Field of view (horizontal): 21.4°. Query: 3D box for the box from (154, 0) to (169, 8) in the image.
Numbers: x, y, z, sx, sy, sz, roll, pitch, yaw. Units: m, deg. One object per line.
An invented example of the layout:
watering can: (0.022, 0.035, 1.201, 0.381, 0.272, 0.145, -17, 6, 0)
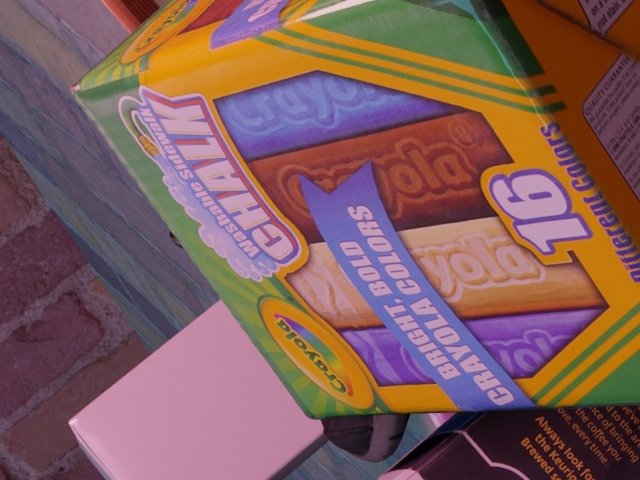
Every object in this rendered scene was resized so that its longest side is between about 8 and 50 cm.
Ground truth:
box: (-0.126, -0.184, 1.485, 0.164, 0.021, 0.201, 39, 164, 45)

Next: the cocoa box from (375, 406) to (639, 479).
cocoa box: (0.193, 0.253, 1.107, 0.347, 0.228, 0.231, 50, 168, 5)

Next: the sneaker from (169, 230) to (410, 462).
sneaker: (-0.008, -0.006, 0.980, 0.125, 0.140, 0.341, -76, -17, -47)

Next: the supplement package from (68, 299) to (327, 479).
supplement package: (-0.089, 0.172, 1.744, 0.175, 0.293, 0.177, 49, 167, 8)

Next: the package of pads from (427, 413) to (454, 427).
package of pads: (0.107, 0.103, 1.329, 0.050, 0.083, 0.032, 51, 163, -16)

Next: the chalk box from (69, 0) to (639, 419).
chalk box: (0.045, -0.053, 0.659, 0.289, 0.180, 0.179, -9, 123, 49)

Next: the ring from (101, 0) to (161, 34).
ring: (-0.112, -0.180, 1.081, 0.336, 0.032, 0.336, 48, -166, -16)
